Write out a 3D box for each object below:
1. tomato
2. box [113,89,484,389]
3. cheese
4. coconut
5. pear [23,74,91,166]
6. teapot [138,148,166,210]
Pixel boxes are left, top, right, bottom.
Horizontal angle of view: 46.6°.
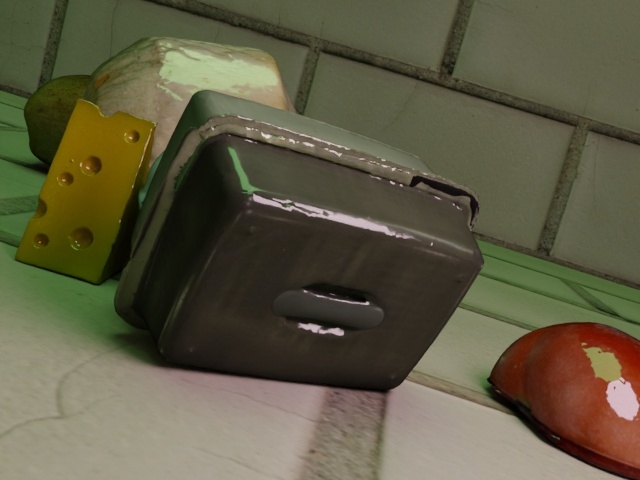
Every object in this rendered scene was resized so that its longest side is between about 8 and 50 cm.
[{"bbox_3d":[0.292,0.145,0.752,0.199,0.112,0.228,15,11,-24],"label":"tomato"},{"bbox_3d":[-0.017,0.009,0.651,0.291,0.220,0.166,13,31,-29],"label":"box"},{"bbox_3d":[-0.239,-0.057,0.794,0.093,0.171,0.126,17,8,0],"label":"cheese"},{"bbox_3d":[-0.150,-0.115,0.988,0.329,0.328,0.329,17,8,-2],"label":"coconut"},{"bbox_3d":[-0.419,-0.207,1.371,0.211,0.188,0.228,14,6,0],"label":"pear"},{"bbox_3d":[-0.098,-0.021,0.799,0.232,0.159,0.159,52,-7,-23],"label":"teapot"}]
